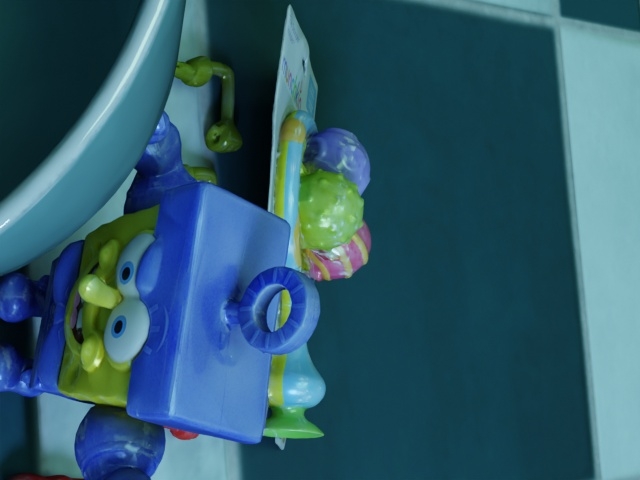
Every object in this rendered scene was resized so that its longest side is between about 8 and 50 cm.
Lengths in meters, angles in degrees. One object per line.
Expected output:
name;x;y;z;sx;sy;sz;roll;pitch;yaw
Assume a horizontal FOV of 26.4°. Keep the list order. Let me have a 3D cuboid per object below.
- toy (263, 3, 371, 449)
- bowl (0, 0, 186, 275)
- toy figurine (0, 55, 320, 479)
toy;0.000;0.000;0.799;0.137;0.056;0.237;68;29;-75
bowl;-0.179;-0.100;0.554;0.163;0.311;0.312;52;42;-72
toy figurine;-0.061;0.020;0.671;0.191;0.217;0.363;24;68;-39
